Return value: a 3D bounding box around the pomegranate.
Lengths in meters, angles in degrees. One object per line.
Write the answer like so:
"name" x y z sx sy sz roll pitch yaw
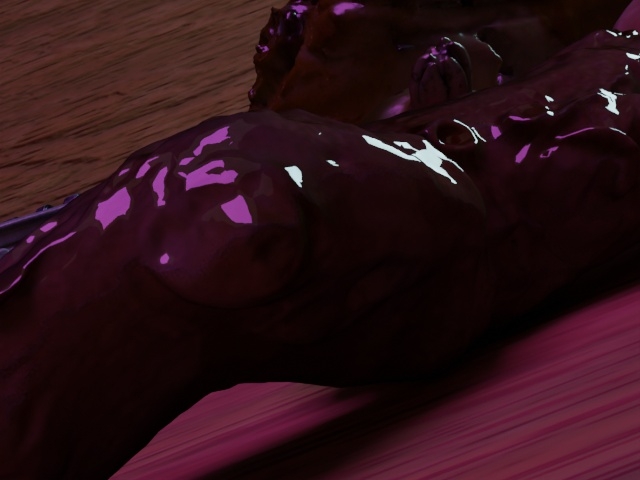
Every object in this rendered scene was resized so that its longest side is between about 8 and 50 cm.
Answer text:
"pomegranate" 0.043 -0.033 0.646 0.073 0.085 0.073 -13 12 3

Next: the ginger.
"ginger" 0.002 -0.001 0.453 0.290 0.084 0.122 -25 13 -39

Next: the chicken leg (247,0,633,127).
"chicken leg" 0.150 -0.143 1.175 0.429 0.201 0.153 -16 33 -1

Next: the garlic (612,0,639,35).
"garlic" 0.197 -0.097 0.586 0.228 0.110 0.217 -25 2 -38

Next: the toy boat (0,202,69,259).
"toy boat" -0.152 0.027 0.880 0.260 0.078 0.085 -21 -11 -24

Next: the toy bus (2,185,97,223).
"toy bus" -0.159 0.007 1.175 0.060 0.075 0.123 -19 4 16
